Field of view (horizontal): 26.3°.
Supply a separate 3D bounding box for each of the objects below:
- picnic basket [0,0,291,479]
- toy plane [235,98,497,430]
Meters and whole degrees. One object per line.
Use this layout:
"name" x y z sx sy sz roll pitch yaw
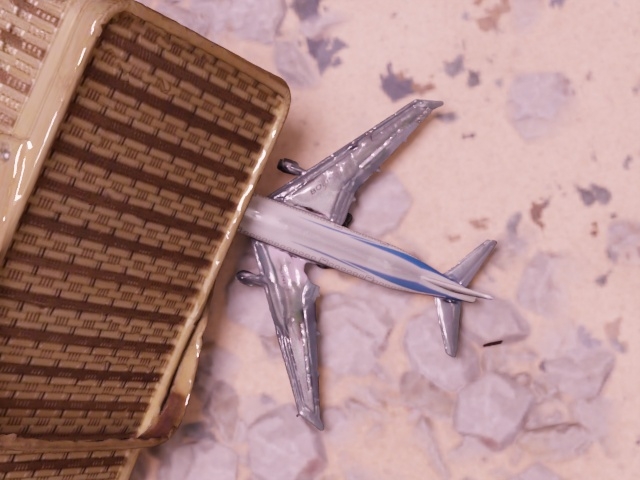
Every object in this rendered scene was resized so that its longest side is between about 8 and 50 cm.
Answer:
"picnic basket" -0.171 0.010 0.761 0.175 0.228 0.313 25 92 23
"toy plane" 0.002 0.001 0.875 0.226 0.058 0.226 20 85 6
